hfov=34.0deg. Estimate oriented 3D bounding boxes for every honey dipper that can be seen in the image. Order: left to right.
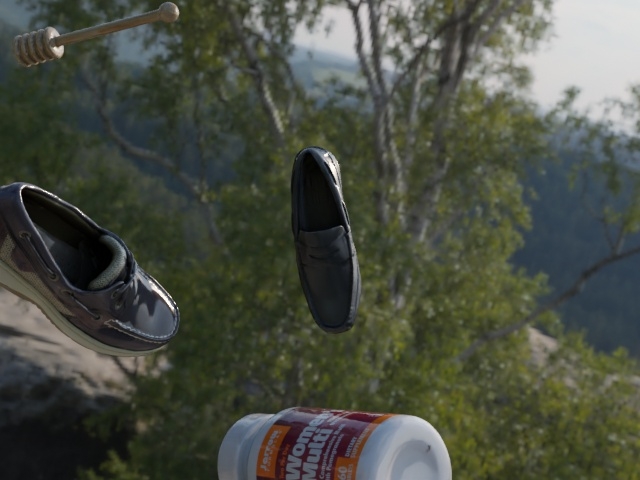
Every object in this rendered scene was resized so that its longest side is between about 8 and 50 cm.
[{"bbox_3d":[-0.201,-0.189,0.947,0.160,0.030,0.030,-11,1,15],"label":"honey dipper"}]

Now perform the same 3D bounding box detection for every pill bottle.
[{"bbox_3d":[0.007,0.223,1.010,0.121,0.121,0.221,8,-9,-44],"label":"pill bottle"}]

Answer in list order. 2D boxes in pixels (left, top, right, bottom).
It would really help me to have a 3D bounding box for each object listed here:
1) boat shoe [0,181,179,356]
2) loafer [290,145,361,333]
[{"bbox_3d":[-0.234,0.033,1.057,0.092,0.103,0.285,-17,-41,31],"label":"boat shoe"},{"bbox_3d":[0.000,0.000,1.234,0.076,0.223,0.078,-8,-4,11],"label":"loafer"}]
